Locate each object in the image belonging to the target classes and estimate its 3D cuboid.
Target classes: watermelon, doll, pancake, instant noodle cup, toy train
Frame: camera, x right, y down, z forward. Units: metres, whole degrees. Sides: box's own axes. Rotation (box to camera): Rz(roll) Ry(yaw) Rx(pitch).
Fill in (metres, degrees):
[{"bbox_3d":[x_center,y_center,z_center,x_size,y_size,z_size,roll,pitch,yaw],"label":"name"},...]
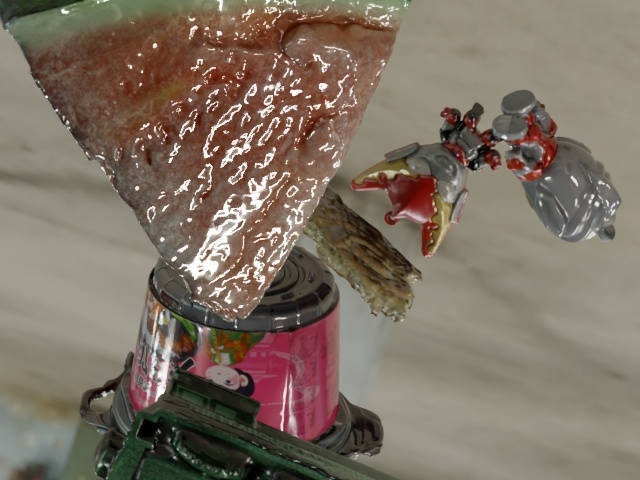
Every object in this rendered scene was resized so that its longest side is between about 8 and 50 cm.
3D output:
[{"bbox_3d":[-0.085,-0.125,1.344,0.283,0.250,0.293,-1,134,-6],"label":"watermelon"},{"bbox_3d":[0.200,-0.058,1.635,0.079,0.094,0.180,-6,140,39],"label":"doll"},{"bbox_3d":[0.000,0.000,1.745,0.266,0.057,0.244,30,-162,-34],"label":"pancake"},{"bbox_3d":[-0.080,0.104,1.899,0.302,0.182,0.258,1,-155,-11],"label":"instant noodle cup"},{"bbox_3d":[0.114,-0.067,1.871,0.109,0.169,0.057,43,-147,-1],"label":"doll"},{"bbox_3d":[-0.030,0.220,1.615,0.330,0.138,0.178,23,-165,-7],"label":"toy train"}]
